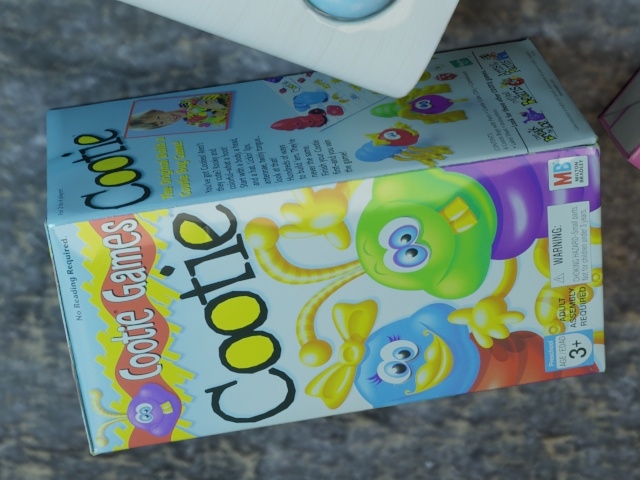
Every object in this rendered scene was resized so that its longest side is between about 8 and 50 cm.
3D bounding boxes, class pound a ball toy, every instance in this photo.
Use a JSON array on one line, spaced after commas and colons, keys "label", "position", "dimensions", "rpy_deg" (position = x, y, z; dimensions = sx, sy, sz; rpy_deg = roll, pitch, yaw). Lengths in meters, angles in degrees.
[{"label": "pound a ball toy", "position": [-0.069, -0.214, 0.843], "dimensions": [0.319, 0.136, 0.208], "rpy_deg": [18, 113, -18]}]

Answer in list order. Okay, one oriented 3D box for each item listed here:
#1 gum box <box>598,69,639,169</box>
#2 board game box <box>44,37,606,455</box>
[{"label": "gum box", "position": [0.261, -0.100, 0.993], "dimensions": [0.107, 0.062, 0.188], "rpy_deg": [32, 108, -22]}, {"label": "board game box", "position": [0.000, 0.000, 0.958], "dimensions": [0.275, 0.144, 0.142], "rpy_deg": [-8, 118, -4]}]
